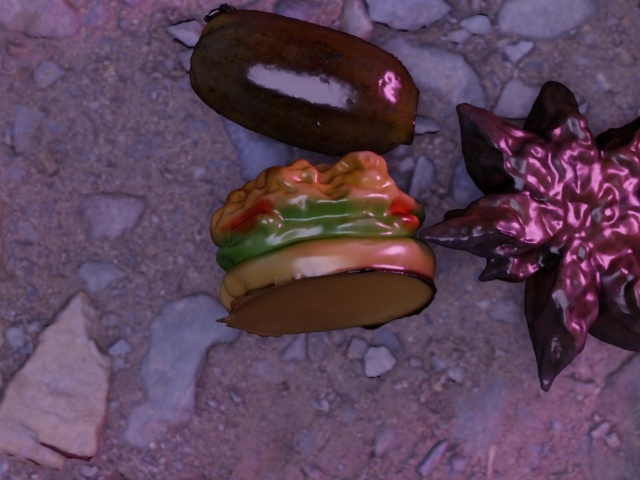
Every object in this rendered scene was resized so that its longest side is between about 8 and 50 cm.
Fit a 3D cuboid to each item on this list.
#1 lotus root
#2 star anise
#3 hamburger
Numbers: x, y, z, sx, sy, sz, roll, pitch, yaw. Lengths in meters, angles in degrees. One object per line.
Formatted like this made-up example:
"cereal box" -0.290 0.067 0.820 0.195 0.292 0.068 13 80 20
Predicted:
"lotus root" -0.016 -0.156 1.645 0.241 0.123 0.124 17 106 5
"star anise" 0.231 -0.011 1.611 0.315 0.108 0.315 4 82 -29
"hamburger" 0.000 0.000 1.620 0.237 0.237 0.148 -11 72 5
